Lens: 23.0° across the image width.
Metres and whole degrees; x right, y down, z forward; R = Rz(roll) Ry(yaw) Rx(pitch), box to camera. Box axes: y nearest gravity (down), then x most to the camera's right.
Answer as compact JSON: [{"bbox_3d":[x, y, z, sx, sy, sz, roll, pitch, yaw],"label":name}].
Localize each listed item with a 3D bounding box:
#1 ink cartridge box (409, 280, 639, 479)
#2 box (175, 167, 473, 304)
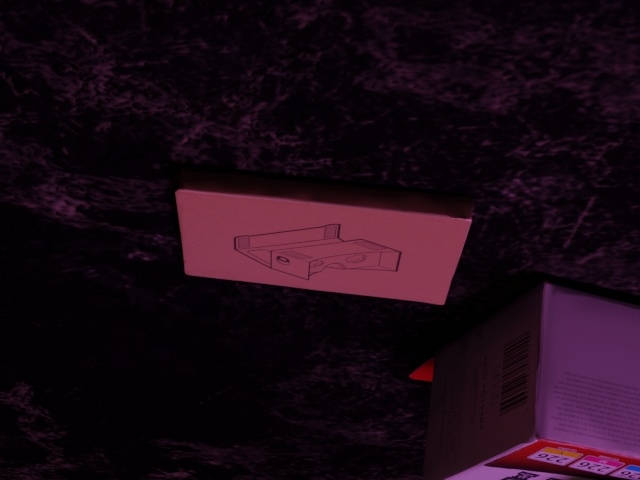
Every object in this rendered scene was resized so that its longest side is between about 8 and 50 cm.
[{"bbox_3d":[0.255,0.162,1.306,0.310,0.130,0.272,13,157,-16],"label":"ink cartridge box"},{"bbox_3d":[0.000,0.000,1.132,0.201,0.021,0.164,6,157,0],"label":"box"}]
